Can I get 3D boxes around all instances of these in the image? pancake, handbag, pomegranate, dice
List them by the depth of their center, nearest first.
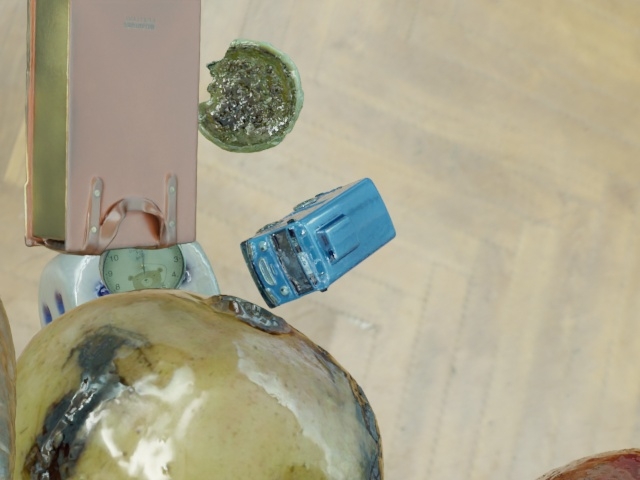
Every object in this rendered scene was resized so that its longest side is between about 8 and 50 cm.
[{"bbox_3d":[-0.143,-0.086,1.077,0.127,0.063,0.190,-4,98,-51],"label":"handbag"},{"bbox_3d":[-0.106,0.178,1.219,0.322,0.322,0.322,6,74,-22],"label":"pomegranate"},{"bbox_3d":[-0.077,-0.159,1.712,0.116,0.022,0.129,15,105,-3],"label":"pancake"},{"bbox_3d":[-0.237,0.098,1.924,0.193,0.192,0.194,-11,78,-27],"label":"dice"}]

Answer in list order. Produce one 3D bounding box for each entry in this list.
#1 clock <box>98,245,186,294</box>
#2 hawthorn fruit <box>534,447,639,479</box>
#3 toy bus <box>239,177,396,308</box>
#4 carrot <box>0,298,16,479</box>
[{"bbox_3d":[-0.170,0.024,1.476,0.085,0.017,0.085,-6,111,-15],"label":"clock"},{"bbox_3d":[0.247,0.274,1.011,0.307,0.265,0.265,16,70,-10],"label":"hawthorn fruit"},{"bbox_3d":[0.000,0.000,1.744,0.185,0.106,0.090,-35,103,-55],"label":"toy bus"},{"bbox_3d":[-0.133,0.027,0.543,0.047,0.047,0.191,0,43,-24],"label":"carrot"}]
